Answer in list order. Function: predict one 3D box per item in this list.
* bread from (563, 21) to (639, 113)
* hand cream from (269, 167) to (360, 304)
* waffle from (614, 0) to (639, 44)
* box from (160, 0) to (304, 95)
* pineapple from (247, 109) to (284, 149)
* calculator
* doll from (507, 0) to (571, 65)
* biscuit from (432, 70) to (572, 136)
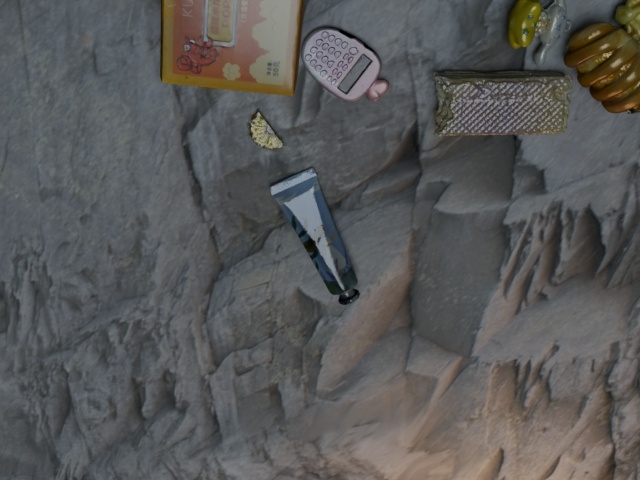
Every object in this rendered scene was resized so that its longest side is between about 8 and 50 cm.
[{"bbox_3d":[0.485,-0.283,1.446,0.177,0.084,0.119,38,154,-15],"label":"bread"},{"bbox_3d":[0.000,0.000,1.623,0.091,0.058,0.272,-23,111,7],"label":"hand cream"},{"bbox_3d":[0.618,-0.392,1.413,0.261,0.056,0.250,3,123,-3],"label":"waffle"},{"bbox_3d":[-0.124,-0.396,1.289,0.213,0.260,0.284,5,118,-1],"label":"box"},{"bbox_3d":[-0.102,-0.188,1.538,0.045,0.019,0.083,-36,112,10],"label":"pineapple"},{"bbox_3d":[0.043,-0.296,1.480,0.165,0.024,0.103,34,112,-15],"label":"calculator"},{"bbox_3d":[0.363,-0.354,1.440,0.113,0.071,0.135,-20,125,-11],"label":"doll"},{"bbox_3d":[0.309,-0.238,1.495,0.238,0.062,0.108,-1,116,-2],"label":"biscuit"}]
